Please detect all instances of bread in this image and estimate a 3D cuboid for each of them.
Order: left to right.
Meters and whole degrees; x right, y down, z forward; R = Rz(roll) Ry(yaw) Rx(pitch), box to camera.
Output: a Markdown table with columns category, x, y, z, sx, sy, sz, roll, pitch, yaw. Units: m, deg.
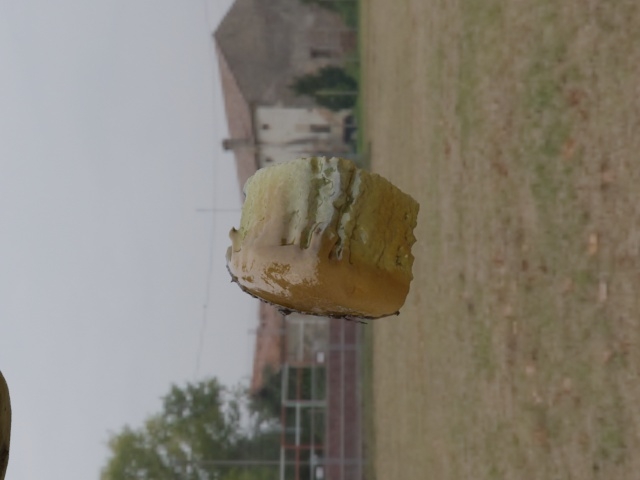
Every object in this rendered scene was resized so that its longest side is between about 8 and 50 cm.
| category | x | y | z | sx | sy | sz | roll | pitch | yaw |
| --- | --- | --- | --- | --- | --- | --- | --- | --- | --- |
| bread | 0.000 | 0.000 | 1.282 | 0.163 | 0.261 | 0.204 | 82 | -164 | -71 |

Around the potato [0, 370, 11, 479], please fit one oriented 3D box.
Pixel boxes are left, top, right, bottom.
| category | x | y | z | sx | sy | sz | roll | pitch | yaw |
| --- | --- | --- | --- | --- | --- | --- | --- | --- | --- |
| potato | -0.396 | 0.207 | 0.961 | 0.137 | 0.154 | 0.201 | -30 | 51 | 55 |
